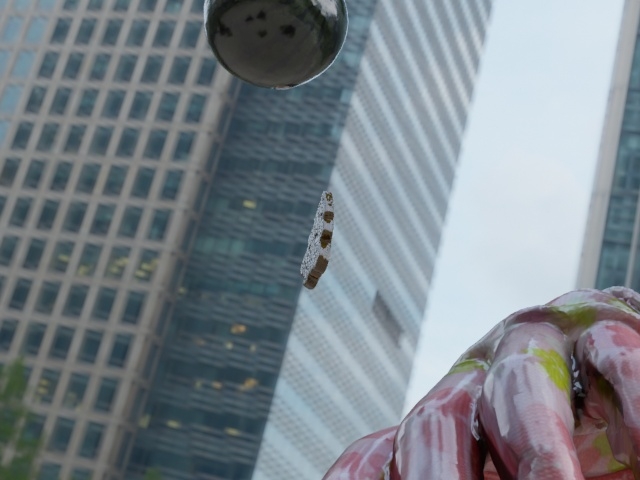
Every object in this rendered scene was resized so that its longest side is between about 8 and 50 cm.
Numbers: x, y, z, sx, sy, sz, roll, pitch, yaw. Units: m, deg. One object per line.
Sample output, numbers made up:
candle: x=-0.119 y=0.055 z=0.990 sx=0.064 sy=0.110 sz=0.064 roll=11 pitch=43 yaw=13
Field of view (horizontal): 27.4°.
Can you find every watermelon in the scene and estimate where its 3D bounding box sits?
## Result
watermelon: x=-0.041 y=-0.161 z=0.980 sx=0.105 sy=0.105 sz=0.133 roll=28 pitch=-29 yaw=-30

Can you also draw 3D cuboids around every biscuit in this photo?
biscuit: x=0.000 y=0.000 z=1.205 sx=0.016 sy=0.092 sz=0.082 roll=15 pitch=-13 yaw=-9

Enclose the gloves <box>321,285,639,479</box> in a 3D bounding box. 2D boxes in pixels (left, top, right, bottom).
gloves: x=0.082 y=0.090 z=0.515 sx=0.241 sy=0.126 sz=0.145 roll=9 pitch=-36 yaw=-40
